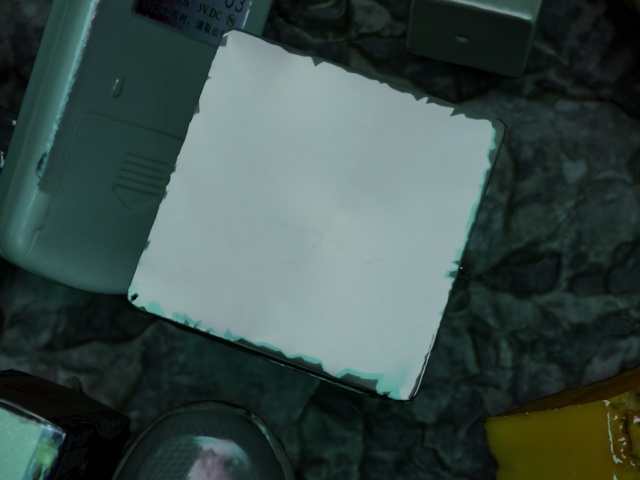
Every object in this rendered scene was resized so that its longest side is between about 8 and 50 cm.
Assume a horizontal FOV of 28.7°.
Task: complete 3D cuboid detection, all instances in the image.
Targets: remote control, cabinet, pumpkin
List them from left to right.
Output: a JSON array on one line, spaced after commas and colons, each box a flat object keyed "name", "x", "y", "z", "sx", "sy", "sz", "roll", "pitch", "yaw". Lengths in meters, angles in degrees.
[{"name": "remote control", "x": -0.097, "y": -0.112, "z": 0.733, "sx": 0.056, "sy": 0.140, "sz": 0.296, "roll": 22, "pitch": 96, "yaw": 43}, {"name": "cabinet", "x": 0.000, "y": 0.000, "z": 0.694, "sx": 0.150, "sy": 0.206, "sz": 0.145, "roll": 19, "pitch": 83, "yaw": 2}, {"name": "pumpkin", "x": 0.220, "y": 0.130, "z": 0.732, "sx": 0.248, "sy": 0.126, "sz": 0.130, "roll": -14, "pitch": 91, "yaw": 17}]

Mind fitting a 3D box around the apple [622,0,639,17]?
[{"name": "apple", "x": 0.286, "y": -0.159, "z": 0.693, "sx": 0.265, "sy": 0.264, "sz": 0.264, "roll": 0, "pitch": 83, "yaw": 0}]

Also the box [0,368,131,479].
[{"name": "box", "x": -0.212, "y": 0.225, "z": 0.670, "sx": 0.084, "sy": 0.198, "sz": 0.310, "roll": 22, "pitch": 84, "yaw": 3}]

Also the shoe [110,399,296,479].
[{"name": "shoe", "x": -0.081, "y": 0.256, "z": 0.680, "sx": 0.132, "sy": 0.171, "sz": 0.336, "roll": 3, "pitch": 84, "yaw": 0}]

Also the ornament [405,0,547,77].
[{"name": "ornament", "x": 0.129, "y": -0.236, "z": 0.769, "sx": 0.130, "sy": 0.120, "sz": 0.285, "roll": 30, "pitch": 85, "yaw": 7}]

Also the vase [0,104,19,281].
[{"name": "vase", "x": -0.231, "y": 0.035, "z": 0.745, "sx": 0.116, "sy": 0.115, "sz": 0.237, "roll": 26, "pitch": 81, "yaw": 3}]
